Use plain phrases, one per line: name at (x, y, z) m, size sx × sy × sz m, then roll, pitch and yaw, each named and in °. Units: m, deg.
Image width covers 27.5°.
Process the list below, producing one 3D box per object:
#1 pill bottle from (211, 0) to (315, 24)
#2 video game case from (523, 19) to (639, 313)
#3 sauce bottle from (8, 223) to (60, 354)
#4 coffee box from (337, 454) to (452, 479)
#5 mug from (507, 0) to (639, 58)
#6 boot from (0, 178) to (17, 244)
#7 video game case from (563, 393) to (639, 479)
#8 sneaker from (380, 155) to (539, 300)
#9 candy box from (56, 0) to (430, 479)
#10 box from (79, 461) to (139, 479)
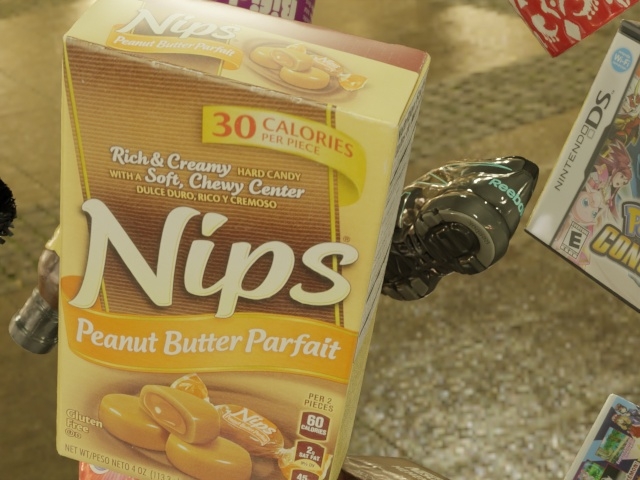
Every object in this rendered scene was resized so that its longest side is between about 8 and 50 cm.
pill bottle at (-0.095, -0.203, 1.284) m, size 0.169 × 0.302 × 0.169 m, roll 9°, pitch -5°, yaw 1°
video game case at (0.353, -0.047, 1.283) m, size 0.035 × 0.248 × 0.275 m, roll -2°, pitch 33°, yaw -45°
sauce bottle at (-0.304, 0.010, 1.736) m, size 0.111 × 0.344 × 0.111 m, roll 33°, pitch 22°, yaw -15°
coffee box at (0.054, 0.368, 1.242) m, size 0.118 × 0.297 × 0.168 m, roll 9°, pitch 3°, yaw -31°
mug at (0.191, -0.250, 1.052) m, size 0.150 × 0.169 × 0.113 m, roll -35°, pitch 1°, yaw -25°
boot at (-0.382, -0.041, 1.466) m, size 0.045 × 0.099 × 0.121 m, roll -11°, pitch 60°, yaw -34°
video game case at (0.346, 0.278, 1.362) m, size 0.183 × 0.023 × 0.201 m, roll 27°, pitch 56°, yaw 17°
sneaker at (0.109, -0.013, 1.229) m, size 0.106 × 0.101 × 0.267 m, roll -49°, pitch 17°, yaw -26°
candy box at (-0.057, 0.019, 0.777) m, size 0.182 × 0.317 × 0.087 m, roll 15°, pitch 38°, yaw 7°
box at (-0.117, 0.208, 1.163) m, size 0.154 × 0.142 × 0.300 m, roll -33°, pitch 28°, yaw 9°
